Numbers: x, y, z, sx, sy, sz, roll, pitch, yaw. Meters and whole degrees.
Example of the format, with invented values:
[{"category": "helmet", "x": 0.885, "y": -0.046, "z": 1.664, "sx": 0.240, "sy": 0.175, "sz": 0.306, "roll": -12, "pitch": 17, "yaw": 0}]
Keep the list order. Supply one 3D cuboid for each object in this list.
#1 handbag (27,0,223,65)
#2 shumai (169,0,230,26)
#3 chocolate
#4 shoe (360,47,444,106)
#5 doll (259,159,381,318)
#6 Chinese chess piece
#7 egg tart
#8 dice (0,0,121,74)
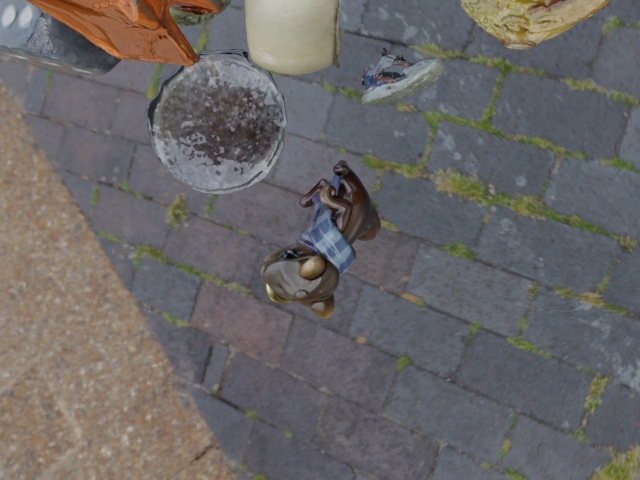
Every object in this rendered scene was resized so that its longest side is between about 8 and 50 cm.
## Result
[{"category": "handbag", "x": -0.352, "y": -0.369, "z": 0.887, "sx": 0.304, "sy": 0.410, "sz": 0.116, "roll": 23, "pitch": 87, "yaw": 51}, {"category": "shumai", "x": -0.449, "y": -0.747, "z": 2.075, "sx": 0.330, "sy": 0.288, "sz": 0.291, "roll": -23, "pitch": 107, "yaw": 19}, {"category": "chocolate", "x": -0.200, "y": -0.241, "z": 1.568, "sx": 0.304, "sy": 0.213, "sz": 0.303, "roll": 0, "pitch": 89, "yaw": 6}, {"category": "shoe", "x": 0.192, "y": -0.415, "z": 1.758, "sx": 0.228, "sy": 0.099, "sz": 0.125, "roll": -20, "pitch": 78, "yaw": 32}, {"category": "doll", "x": -0.004, "y": -0.002, "z": 1.699, "sx": 0.209, "sy": 0.318, "sz": 0.339, "roll": 21, "pitch": 65, "yaw": 19}, {"category": "Chinese chess piece", "x": -0.032, "y": -0.419, "z": 1.070, "sx": 0.141, "sy": 0.338, "sz": 0.337, "roll": 1, "pitch": 87, "yaw": 1}, {"category": "egg tart", "x": 0.417, "y": -0.518, "z": 1.360, "sx": 0.341, "sy": 0.129, "sz": 0.340, "roll": -5, "pitch": 79, "yaw": 24}, {"category": "dice", "x": -0.447, "y": -0.389, "z": 1.232, "sx": 0.182, "sy": 0.183, "sz": 0.181, "roll": 12, "pitch": 95, "yaw": 33}]
